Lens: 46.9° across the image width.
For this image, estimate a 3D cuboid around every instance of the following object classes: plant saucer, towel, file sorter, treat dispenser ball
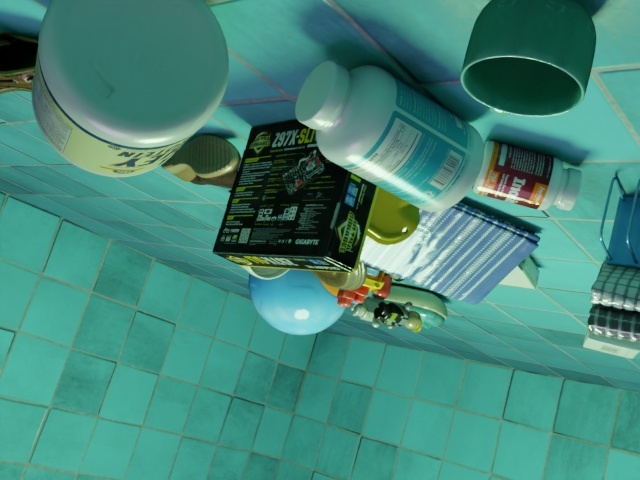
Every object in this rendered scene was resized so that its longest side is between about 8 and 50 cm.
[{"bbox_3d":[0.000,0.000,1.671,0.278,0.041,0.278,43,153,28],"label":"plant saucer"},{"bbox_3d":[0.249,0.008,1.515,0.335,0.040,0.243,22,133,-15],"label":"towel"},{"bbox_3d":[0.520,-0.026,1.110,0.170,0.118,0.104,8,160,35],"label":"file sorter"},{"bbox_3d":[0.582,0.086,1.199,0.235,0.121,0.283,8,-158,32],"label":"towel"},{"bbox_3d":[-0.055,0.115,2.028,0.288,0.288,0.288,16,167,4],"label":"treat dispenser ball"}]

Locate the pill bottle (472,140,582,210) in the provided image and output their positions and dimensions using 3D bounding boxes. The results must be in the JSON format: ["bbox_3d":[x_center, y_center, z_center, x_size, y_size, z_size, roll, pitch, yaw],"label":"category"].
[{"bbox_3d":[0.317,-0.096,1.135,0.151,0.086,0.086,15,167,6],"label":"pill bottle"}]

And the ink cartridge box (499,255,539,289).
[{"bbox_3d":[0.386,0.041,1.688,0.171,0.056,0.235,7,159,34],"label":"ink cartridge box"}]

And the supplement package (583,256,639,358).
[{"bbox_3d":[0.618,0.139,1.524,0.105,0.179,0.105,13,167,18],"label":"supplement package"}]

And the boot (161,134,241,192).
[{"bbox_3d":[-0.200,-0.159,1.596,0.248,0.090,0.206,2,172,44],"label":"boot"}]

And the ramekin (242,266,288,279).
[{"bbox_3d":[-0.143,-0.018,1.797,0.109,0.207,0.207,19,171,40],"label":"ramekin"}]

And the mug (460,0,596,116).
[{"bbox_3d":[0.215,-0.203,0.791,0.129,0.097,0.157,24,166,-31],"label":"mug"}]

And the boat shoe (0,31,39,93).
[{"bbox_3d":[-0.553,-0.319,1.289,0.307,0.111,0.104,4,161,9],"label":"boat shoe"}]

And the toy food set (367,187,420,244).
[{"bbox_3d":[0.092,-0.083,1.371,0.218,0.128,0.071,34,-174,-32],"label":"toy food set"}]

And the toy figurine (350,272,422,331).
[{"bbox_3d":[0.196,0.136,1.981,0.148,0.210,0.213,17,169,-27],"label":"toy figurine"}]

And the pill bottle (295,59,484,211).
[{"bbox_3d":[0.095,-0.152,1.047,0.264,0.146,0.146,25,165,-30],"label":"pill bottle"}]

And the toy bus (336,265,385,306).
[{"bbox_3d":[0.105,0.060,1.778,0.149,0.212,0.220,21,165,-12],"label":"toy bus"}]

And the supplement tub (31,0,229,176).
[{"bbox_3d":[-0.281,-0.219,1.047,0.235,0.236,0.325,22,166,-20],"label":"supplement tub"}]

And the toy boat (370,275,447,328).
[{"bbox_3d":[0.245,0.211,2.364,0.267,0.148,0.318,7,164,36],"label":"toy boat"}]

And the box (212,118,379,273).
[{"bbox_3d":[-0.038,-0.081,1.267,0.079,0.257,0.322,28,162,-38],"label":"box"}]
